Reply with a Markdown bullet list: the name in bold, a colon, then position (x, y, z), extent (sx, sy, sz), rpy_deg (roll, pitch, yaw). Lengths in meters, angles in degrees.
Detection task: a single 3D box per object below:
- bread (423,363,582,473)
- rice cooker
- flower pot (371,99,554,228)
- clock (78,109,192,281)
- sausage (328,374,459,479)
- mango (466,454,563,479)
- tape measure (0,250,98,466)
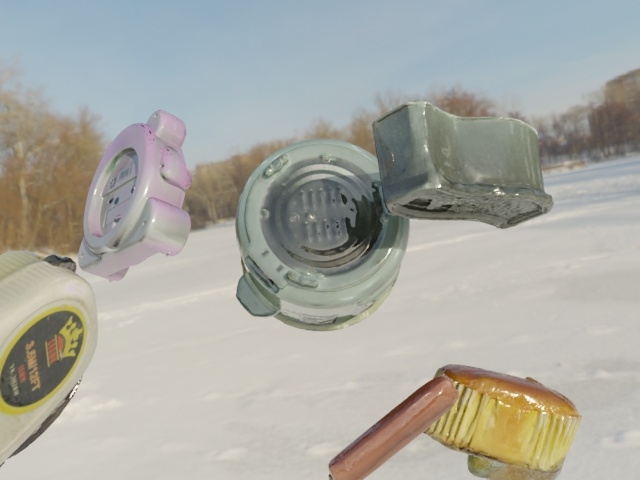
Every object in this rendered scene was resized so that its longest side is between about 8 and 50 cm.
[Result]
- **bread**: position (0.233, 0.224, 0.877), extent (0.191, 0.114, 0.132), rpy_deg (19, -1, 1)
- **rice cooker**: position (0.000, 0.000, 1.022), extent (0.316, 0.264, 0.316), rpy_deg (-46, -8, -9)
- **flower pot**: position (0.171, -0.085, 0.801), extent (0.229, 0.108, 0.103), rpy_deg (4, -20, -30)
- **clock**: position (-0.299, -0.074, 1.088), extent (0.228, 0.247, 0.090), rpy_deg (-21, -33, 39)
- **sausage**: position (0.066, 0.178, 0.621), extent (0.147, 0.030, 0.035), rpy_deg (-39, 10, -3)
- **mango**: position (0.421, 0.455, 1.457), extent (0.316, 0.192, 0.146), rpy_deg (16, 3, -41)
- **tape measure**: position (-0.401, 0.149, 0.885), extent (0.133, 0.270, 0.231), rpy_deg (21, 36, 19)
